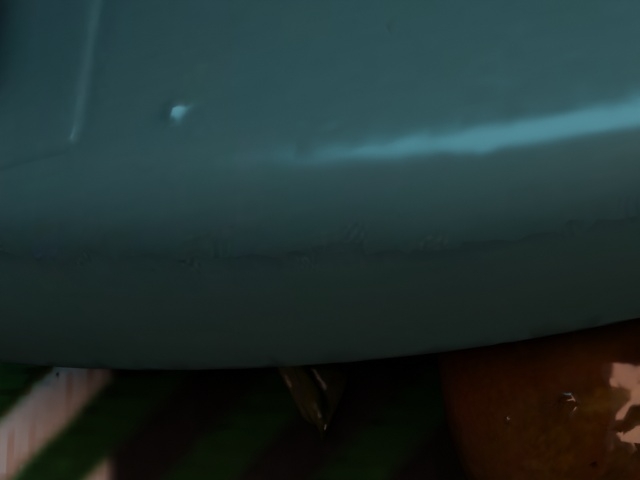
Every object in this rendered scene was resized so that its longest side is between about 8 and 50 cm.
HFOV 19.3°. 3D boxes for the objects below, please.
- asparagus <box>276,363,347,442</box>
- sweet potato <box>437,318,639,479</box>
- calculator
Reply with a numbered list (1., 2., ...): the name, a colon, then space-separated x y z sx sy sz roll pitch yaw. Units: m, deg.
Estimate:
1. asparagus: 0.000 0.000 0.507 0.021 0.025 0.108 6 71 -1
2. sweet potato: 0.093 -0.043 0.478 0.097 0.097 0.292 10 64 10
3. calculator: 0.067 -0.099 0.434 0.386 0.054 0.256 -11 55 23
